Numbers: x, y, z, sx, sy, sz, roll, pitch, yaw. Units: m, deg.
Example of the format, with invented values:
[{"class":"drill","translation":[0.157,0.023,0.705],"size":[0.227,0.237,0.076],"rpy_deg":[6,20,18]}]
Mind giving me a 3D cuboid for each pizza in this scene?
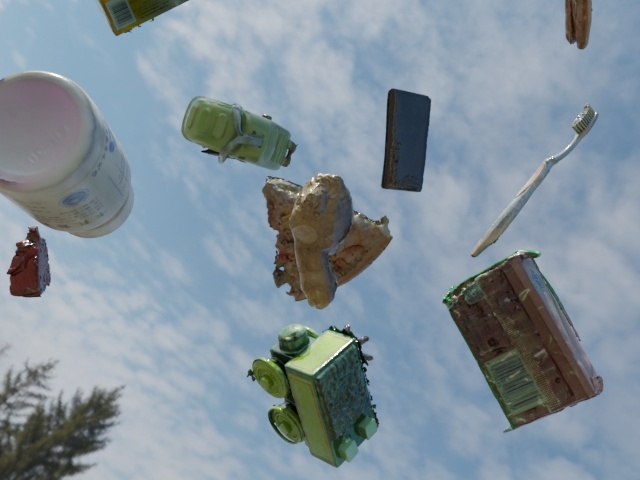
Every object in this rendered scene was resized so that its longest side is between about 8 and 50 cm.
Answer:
[{"class":"pizza","translation":[-0.011,-0.010,0.933],"size":[0.185,0.052,0.195],"rpy_deg":[-36,-64,11]}]

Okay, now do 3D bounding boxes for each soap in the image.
[{"class":"soap","translation":[0.336,0.173,1.168],"size":[0.218,0.098,0.273],"rpy_deg":[-33,-102,25]}]

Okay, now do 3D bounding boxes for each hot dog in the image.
[{"class":"hot dog","translation":[0.292,-0.254,0.775],"size":[0.037,0.021,0.083],"rpy_deg":[55,-8,38]}]

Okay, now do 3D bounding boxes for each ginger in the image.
[{"class":"ginger","translation":[0.004,-0.004,0.811],"size":[0.067,0.096,0.165],"rpy_deg":[12,-62,22]}]

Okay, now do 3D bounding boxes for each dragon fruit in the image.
[{"class":"dragon fruit","translation":[-0.570,0.041,1.329],"size":[0.097,0.063,0.131],"rpy_deg":[-128,-146,-79]}]

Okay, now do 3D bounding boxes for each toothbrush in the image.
[{"class":"toothbrush","translation":[0.386,-0.106,1.233],"size":[0.037,0.375,0.028],"rpy_deg":[45,-13,-18]}]

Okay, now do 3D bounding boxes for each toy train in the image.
[{"class":"toy train","translation":[-0.007,0.286,1.301],"size":[0.188,0.159,0.272],"rpy_deg":[12,-55,42]}]

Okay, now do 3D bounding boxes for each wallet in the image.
[{"class":"wallet","translation":[0.209,-0.243,1.686],"size":[0.025,0.124,0.244],"rpy_deg":[9,-85,60]}]

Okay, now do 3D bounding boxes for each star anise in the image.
[{"class":"star anise","translation":[0.060,0.259,1.589],"size":[0.141,0.141,0.042],"rpy_deg":[46,-13,2]}]

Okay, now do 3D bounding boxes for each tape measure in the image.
[{"class":"tape measure","translation":[-0.146,-0.178,1.165],"size":[0.175,0.200,0.106],"rpy_deg":[20,-82,8]}]

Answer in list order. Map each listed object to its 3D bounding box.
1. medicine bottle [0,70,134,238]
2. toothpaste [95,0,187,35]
[{"class":"medicine bottle","translation":[-0.366,-0.104,0.984],"size":[0.170,0.170,0.293],"rpy_deg":[42,-13,7]},{"class":"toothpaste","translation":[-0.254,-0.481,1.234],"size":[0.071,0.312,0.089],"rpy_deg":[51,-14,37]}]
